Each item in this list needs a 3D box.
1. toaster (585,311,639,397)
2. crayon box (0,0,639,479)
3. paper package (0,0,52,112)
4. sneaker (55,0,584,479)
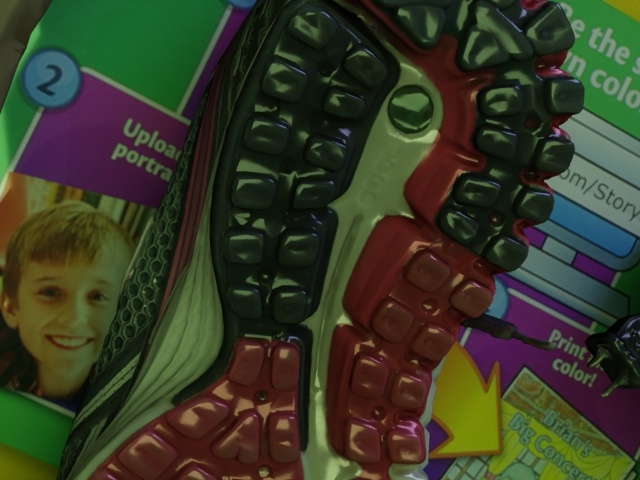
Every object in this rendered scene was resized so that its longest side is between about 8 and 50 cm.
[{"bbox_3d":[0.207,0.043,0.605,0.227,0.129,0.146,-28,97,-16],"label":"toaster"},{"bbox_3d":[0.000,0.000,0.720,0.363,0.106,0.313,27,87,-21],"label":"crayon box"},{"bbox_3d":[-0.265,-0.128,0.527,0.309,0.325,0.168,26,87,-49],"label":"paper package"},{"bbox_3d":[-0.011,0.043,0.612,0.120,0.112,0.299,22,102,-16],"label":"sneaker"}]
